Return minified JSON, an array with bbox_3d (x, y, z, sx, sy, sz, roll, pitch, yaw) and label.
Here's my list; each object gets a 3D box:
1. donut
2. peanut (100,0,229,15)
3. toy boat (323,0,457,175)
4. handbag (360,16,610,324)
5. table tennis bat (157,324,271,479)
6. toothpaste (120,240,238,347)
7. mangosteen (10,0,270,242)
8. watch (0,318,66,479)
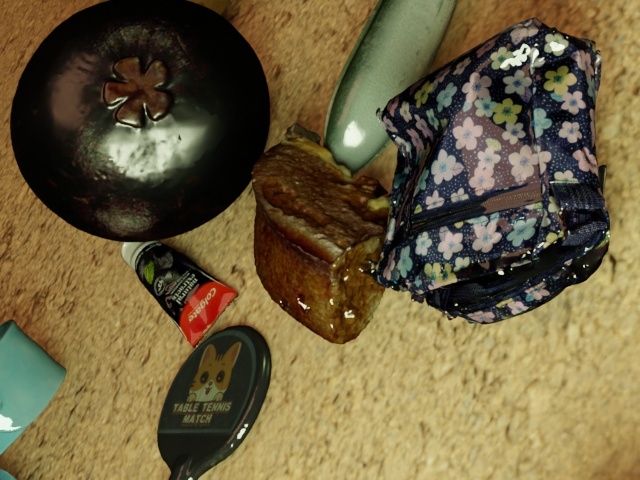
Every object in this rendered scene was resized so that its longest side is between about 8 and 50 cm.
[{"bbox_3d":[-0.010,-0.003,1.200,0.187,0.144,0.126,30,126,36],"label":"donut"},{"bbox_3d":[-0.237,-0.242,1.686,0.319,0.147,0.147,-45,35,13],"label":"peanut"},{"bbox_3d":[0.068,-0.175,1.300,0.260,0.078,0.085,-65,9,-14],"label":"toy boat"},{"bbox_3d":[0.135,-0.044,1.050,0.229,0.127,0.207,-24,58,49],"label":"handbag"},{"bbox_3d":[-0.114,0.186,1.279,0.150,0.027,0.236,-9,54,49],"label":"table tennis bat"},{"bbox_3d":[-0.151,0.043,1.429,0.071,0.045,0.193,-49,39,-2],"label":"toothpaste"},{"bbox_3d":[-0.189,-0.121,1.454,0.302,0.275,0.275,105,-171,-77],"label":"mangosteen"},{"bbox_3d":[-0.383,0.187,1.504,0.211,0.211,0.193,-14,31,46],"label":"watch"}]
